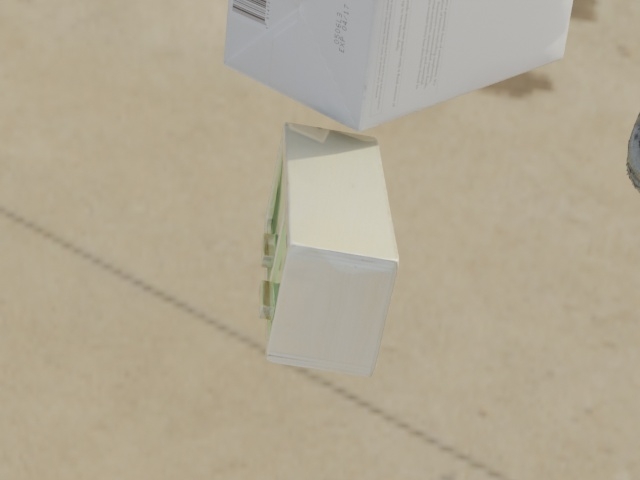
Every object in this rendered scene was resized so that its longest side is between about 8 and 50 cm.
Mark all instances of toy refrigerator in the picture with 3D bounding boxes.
[{"bbox_3d":[0.000,0.000,1.504,0.094,0.102,0.269,9,23,-7],"label":"toy refrigerator"}]

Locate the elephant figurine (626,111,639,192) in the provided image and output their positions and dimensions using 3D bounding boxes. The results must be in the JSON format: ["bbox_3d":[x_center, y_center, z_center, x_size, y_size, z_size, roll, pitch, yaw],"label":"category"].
[{"bbox_3d":[0.251,-0.066,1.084,0.169,0.239,0.186,20,14,38],"label":"elephant figurine"}]

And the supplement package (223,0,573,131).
[{"bbox_3d":[0.080,-0.238,1.667,0.175,0.177,0.293,29,35,35],"label":"supplement package"}]
